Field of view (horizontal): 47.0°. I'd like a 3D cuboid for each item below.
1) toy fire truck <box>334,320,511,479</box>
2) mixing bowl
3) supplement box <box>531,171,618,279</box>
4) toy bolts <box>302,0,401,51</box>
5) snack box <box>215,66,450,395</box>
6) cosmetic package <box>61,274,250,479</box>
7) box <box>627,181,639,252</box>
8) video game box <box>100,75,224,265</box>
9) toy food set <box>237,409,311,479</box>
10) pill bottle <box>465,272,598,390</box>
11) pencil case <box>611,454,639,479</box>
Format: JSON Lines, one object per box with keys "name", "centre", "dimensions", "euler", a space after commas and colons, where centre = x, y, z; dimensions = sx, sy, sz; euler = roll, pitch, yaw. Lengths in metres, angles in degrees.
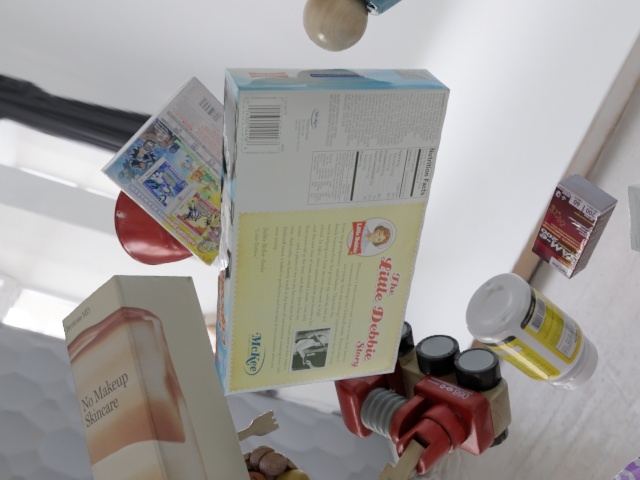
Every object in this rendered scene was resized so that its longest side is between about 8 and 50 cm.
{"name": "toy fire truck", "centre": [0.092, 0.243, 0.930], "dimensions": [0.217, 0.246, 0.158], "euler": [16, 126, 45]}
{"name": "mixing bowl", "centre": [-0.236, -0.039, 1.215], "dimensions": [0.098, 0.181, 0.181], "euler": [12, 83, 41]}
{"name": "supplement box", "centre": [0.618, -0.033, 1.808], "dimensions": [0.130, 0.073, 0.239], "euler": [42, 146, 31]}
{"name": "toy bolts", "centre": [-0.021, -0.281, 0.676], "dimensions": [0.158, 0.228, 0.218], "euler": [-57, 8, 2]}
{"name": "snack box", "centre": [0.000, 0.000, 0.697], "dimensions": [0.060, 0.187, 0.321], "euler": [-120, 31, -54]}
{"name": "cosmetic package", "centre": [-0.217, 0.206, 0.945], "dimensions": [0.153, 0.129, 0.296], "euler": [-37, 62, 34]}
{"name": "box", "centre": [0.492, -0.035, 1.012], "dimensions": [0.087, 0.101, 0.102], "euler": [-143, 39, -65]}
{"name": "video game box", "centre": [-0.177, -0.098, 1.066], "dimensions": [0.187, 0.205, 0.048], "euler": [-50, 24, -12]}
{"name": "toy food set", "centre": [-0.075, 0.341, 0.981], "dimensions": [0.192, 0.132, 0.038], "euler": [66, 168, -5]}
{"name": "pill bottle", "centre": [0.340, 0.151, 1.170], "dimensions": [0.119, 0.208, 0.119], "euler": [-39, 30, 28]}
{"name": "pencil case", "centre": [0.438, 0.281, 0.900], "dimensions": [0.206, 0.086, 0.088], "euler": [-41, -23, 6]}
